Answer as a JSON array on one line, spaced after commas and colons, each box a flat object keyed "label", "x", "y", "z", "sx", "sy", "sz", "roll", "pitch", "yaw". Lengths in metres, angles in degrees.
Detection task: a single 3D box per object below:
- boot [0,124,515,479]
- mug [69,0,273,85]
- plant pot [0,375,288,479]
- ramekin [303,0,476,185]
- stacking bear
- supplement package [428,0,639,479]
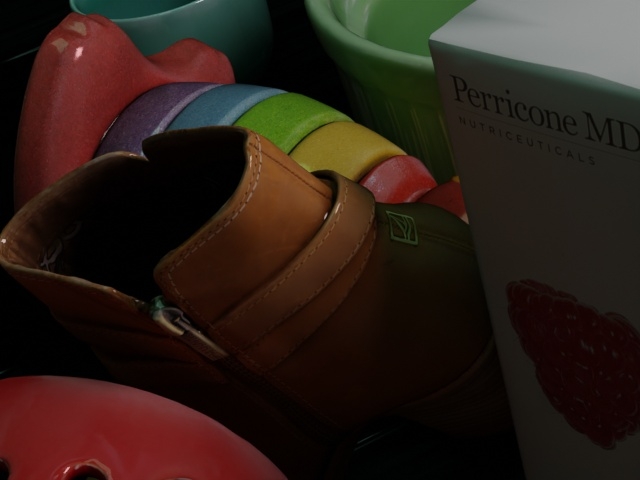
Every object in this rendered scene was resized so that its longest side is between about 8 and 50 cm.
[{"label": "boot", "x": -0.056, "y": 0.057, "z": 0.771, "sx": 0.283, "sy": 0.220, "sz": 0.109, "roll": -22, "pitch": 56, "yaw": 34}, {"label": "mug", "x": -0.088, "y": -0.147, "z": 1.263, "sx": 0.158, "sy": 0.097, "sz": 0.129, "roll": -33, "pitch": 36, "yaw": -27}, {"label": "plant pot", "x": -0.105, "y": 0.174, "z": 0.695, "sx": 0.191, "sy": 0.191, "sz": 0.174, "roll": -3, "pitch": 38, "yaw": 18}, {"label": "ramekin", "x": 0.152, "y": -0.114, "z": 1.063, "sx": 0.303, "sy": 0.148, "sz": 0.303, "roll": -11, "pitch": 33, "yaw": 7}, {"label": "stacking bear", "x": 0.000, "y": 0.000, "z": 0.951, "sx": 0.289, "sy": 0.164, "sz": 0.175, "roll": 18, "pitch": 6, "yaw": 27}, {"label": "supplement package", "x": 0.184, "y": 0.024, "z": 0.703, "sx": 0.175, "sy": 0.293, "sz": 0.177, "roll": -36, "pitch": 37, "yaw": -30}]
